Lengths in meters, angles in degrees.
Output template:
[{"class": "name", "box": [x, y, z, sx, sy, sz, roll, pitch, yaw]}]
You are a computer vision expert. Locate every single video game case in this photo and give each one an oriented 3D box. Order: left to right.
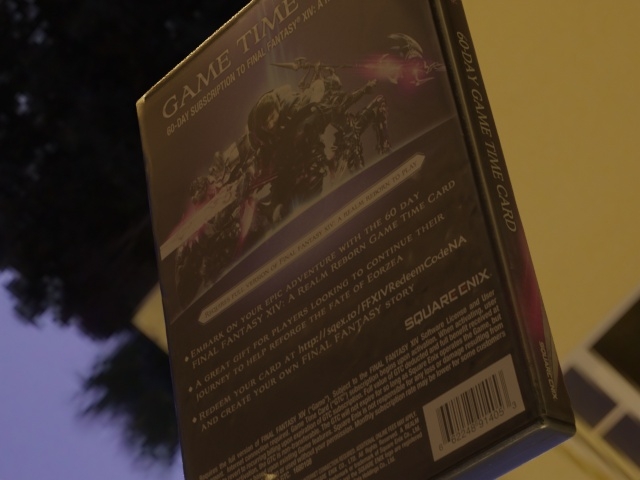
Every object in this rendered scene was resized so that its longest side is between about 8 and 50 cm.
[{"class": "video game case", "box": [0.000, 0.000, 0.724, 0.026, 0.196, 0.274, 21, -133, -39]}]
